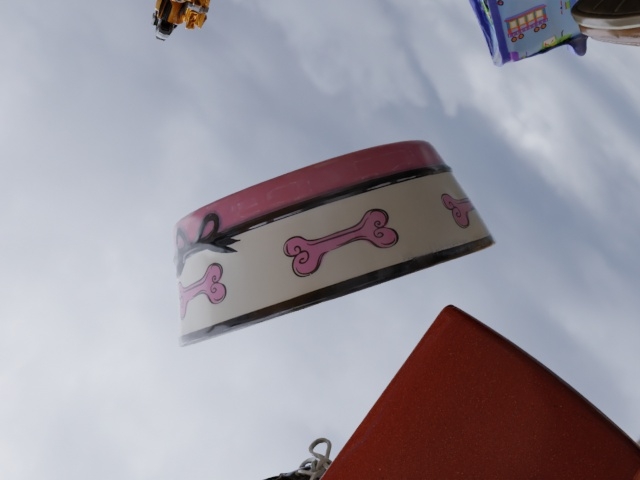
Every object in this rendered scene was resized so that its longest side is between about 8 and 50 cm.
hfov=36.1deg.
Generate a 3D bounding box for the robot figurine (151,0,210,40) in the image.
[{"bbox_3d":[-0.200,-0.428,1.523,0.085,0.211,0.291,15,-148,-15],"label":"robot figurine"}]

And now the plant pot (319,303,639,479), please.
[{"bbox_3d":[0.181,0.270,0.953,0.236,0.267,0.267,22,154,39],"label":"plant pot"}]

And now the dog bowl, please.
[{"bbox_3d":[0.000,0.000,1.216,0.408,0.408,0.150,-13,-95,-62],"label":"dog bowl"}]

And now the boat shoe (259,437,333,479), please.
[{"bbox_3d":[0.005,0.291,1.119,0.306,0.105,0.113,8,-160,-26],"label":"boat shoe"}]

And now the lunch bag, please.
[{"bbox_3d":[0.285,-0.355,1.187,0.138,0.221,0.293,-114,0,-61],"label":"lunch bag"}]

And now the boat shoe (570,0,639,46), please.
[{"bbox_3d":[0.411,-0.234,1.073,0.307,0.111,0.104,15,145,55],"label":"boat shoe"}]
